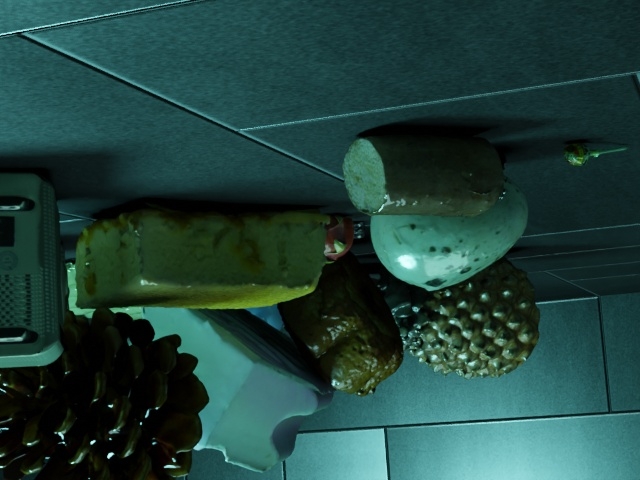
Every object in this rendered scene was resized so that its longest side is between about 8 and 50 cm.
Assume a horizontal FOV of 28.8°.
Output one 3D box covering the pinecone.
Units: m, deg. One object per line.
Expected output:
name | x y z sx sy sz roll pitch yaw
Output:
pinecone | -0.273 0.190 1.431 0.264 0.264 0.264 -4 173 -1

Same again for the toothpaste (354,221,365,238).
toothpaste | -0.076 0.015 1.718 0.282 0.069 0.099 -14 -157 2

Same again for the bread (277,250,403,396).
bread | 0.020 0.118 1.837 0.135 0.247 0.232 -32 174 15

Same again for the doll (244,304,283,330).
doll | -0.174 0.148 2.386 0.177 0.141 0.314 -35 -163 -22

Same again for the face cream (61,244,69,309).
face cream | -0.423 0.081 1.647 0.177 0.153 0.177 -6 173 -1

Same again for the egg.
egg | 0.129 -0.016 1.252 0.164 0.131 0.131 -7 172 35

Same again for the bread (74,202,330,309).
bread | -0.143 0.020 1.492 0.274 0.114 0.184 0 168 -38

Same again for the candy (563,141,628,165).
candy | 0.273 -0.088 1.231 0.083 0.023 0.025 -11 170 -35

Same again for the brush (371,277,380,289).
brush | 0.064 0.158 2.303 0.174 0.166 0.266 24 -167 21

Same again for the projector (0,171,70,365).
projector | -0.335 0.037 1.238 0.163 0.177 0.242 -1 171 -10

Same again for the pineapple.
pineapple | 0.184 0.122 2.126 0.357 0.223 0.223 7 169 -24

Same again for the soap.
soap | -0.124 0.201 1.835 0.261 0.156 0.446 36 -179 11

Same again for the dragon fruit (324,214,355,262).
dragon fruit | 0.000 0.000 1.604 0.083 0.060 0.056 -5 176 27

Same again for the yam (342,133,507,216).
yam | 0.093 -0.058 1.123 0.127 0.084 0.084 -4 174 -27

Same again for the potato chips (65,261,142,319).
potato chips | -0.274 0.068 1.984 0.429 0.070 0.358 -10 167 26
